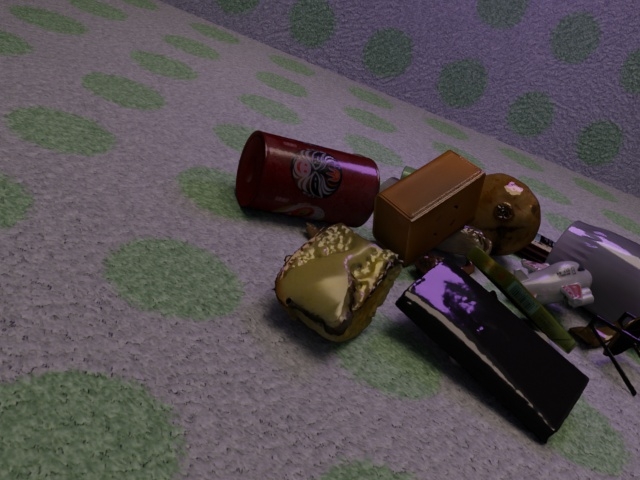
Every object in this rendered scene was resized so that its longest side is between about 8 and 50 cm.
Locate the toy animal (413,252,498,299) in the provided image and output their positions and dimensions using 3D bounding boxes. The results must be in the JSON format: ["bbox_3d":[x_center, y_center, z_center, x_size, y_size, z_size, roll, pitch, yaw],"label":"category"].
[{"bbox_3d":[0.337,0.129,1.543,0.158,0.097,0.312,5,32,-14],"label":"toy animal"}]

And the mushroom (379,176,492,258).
[{"bbox_3d":[0.332,-0.059,1.843,0.177,0.126,0.397,7,26,-47],"label":"mushroom"}]

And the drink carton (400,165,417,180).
[{"bbox_3d":[0.334,-0.179,2.058,0.142,0.144,0.146,22,25,10],"label":"drink carton"}]

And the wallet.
[{"bbox_3d":[0.366,0.217,1.313,0.406,0.062,0.228,44,42,16],"label":"wallet"}]

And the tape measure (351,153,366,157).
[{"bbox_3d":[0.098,-0.186,1.863,0.087,0.154,0.177,34,22,33],"label":"tape measure"}]

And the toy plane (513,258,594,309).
[{"bbox_3d":[0.640,0.118,1.710,0.252,0.118,0.252,-1,23,0],"label":"toy plane"}]

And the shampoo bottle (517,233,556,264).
[{"bbox_3d":[0.751,0.037,2.052,0.323,0.084,0.129,29,28,10],"label":"shampoo bottle"}]

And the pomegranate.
[{"bbox_3d":[0.544,-0.079,1.886,0.260,0.260,0.260,19,26,-10],"label":"pomegranate"}]

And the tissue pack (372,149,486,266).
[{"bbox_3d":[0.287,-0.094,1.651,0.275,0.194,0.145,-32,59,-23],"label":"tissue pack"}]

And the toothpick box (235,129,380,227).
[{"bbox_3d":[-0.034,-0.157,1.631,0.333,0.204,0.204,11,29,-27],"label":"toothpick box"}]

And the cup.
[{"bbox_3d":[0.876,0.115,1.819,0.371,0.253,0.253,37,29,29],"label":"cup"}]

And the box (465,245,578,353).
[{"bbox_3d":[0.495,0.146,1.509,0.311,0.043,0.173,40,7,-29],"label":"box"}]

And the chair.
[{"bbox_3d":[0.791,0.261,1.588,0.159,0.172,0.247,1,41,-37],"label":"chair"}]

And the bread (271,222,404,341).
[{"bbox_3d":[0.024,0.093,1.260,0.204,0.162,0.262,35,51,20],"label":"bread"}]

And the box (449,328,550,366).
[{"bbox_3d":[0.410,0.243,1.392,0.285,0.044,0.142,16,44,-17],"label":"box"}]

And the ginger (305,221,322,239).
[{"bbox_3d":[0.004,0.002,1.545,0.058,0.044,0.137,-10,37,-22],"label":"ginger"}]
